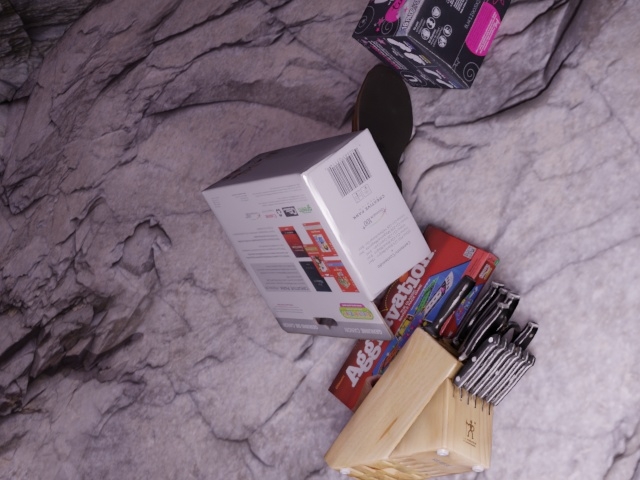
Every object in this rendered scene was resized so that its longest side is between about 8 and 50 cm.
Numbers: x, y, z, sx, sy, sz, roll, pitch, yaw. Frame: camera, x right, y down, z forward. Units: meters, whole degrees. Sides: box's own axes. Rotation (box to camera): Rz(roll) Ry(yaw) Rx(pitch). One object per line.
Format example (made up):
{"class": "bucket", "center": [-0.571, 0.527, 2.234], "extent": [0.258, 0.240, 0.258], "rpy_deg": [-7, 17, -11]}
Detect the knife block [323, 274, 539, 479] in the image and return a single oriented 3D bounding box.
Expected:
{"class": "knife block", "center": [0.140, 0.171, 1.195], "extent": [0.276, 0.088, 0.242], "rpy_deg": [-24, 46, 41]}

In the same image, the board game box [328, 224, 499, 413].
{"class": "board game box", "center": [0.124, 0.121, 1.310], "extent": [0.281, 0.027, 0.145], "rpy_deg": [-59, 32, 0]}

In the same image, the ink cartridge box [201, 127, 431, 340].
{"class": "ink cartridge box", "center": [0.000, 0.000, 1.400], "extent": [0.130, 0.272, 0.309], "rpy_deg": [-37, 17, -28]}

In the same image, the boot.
{"class": "boot", "center": [0.072, -0.144, 1.520], "extent": [0.115, 0.112, 0.305], "rpy_deg": [-29, 45, 52]}

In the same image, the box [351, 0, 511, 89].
{"class": "box", "center": [0.189, -0.384, 1.494], "extent": [0.142, 0.163, 0.247], "rpy_deg": [13, 74, 53]}
